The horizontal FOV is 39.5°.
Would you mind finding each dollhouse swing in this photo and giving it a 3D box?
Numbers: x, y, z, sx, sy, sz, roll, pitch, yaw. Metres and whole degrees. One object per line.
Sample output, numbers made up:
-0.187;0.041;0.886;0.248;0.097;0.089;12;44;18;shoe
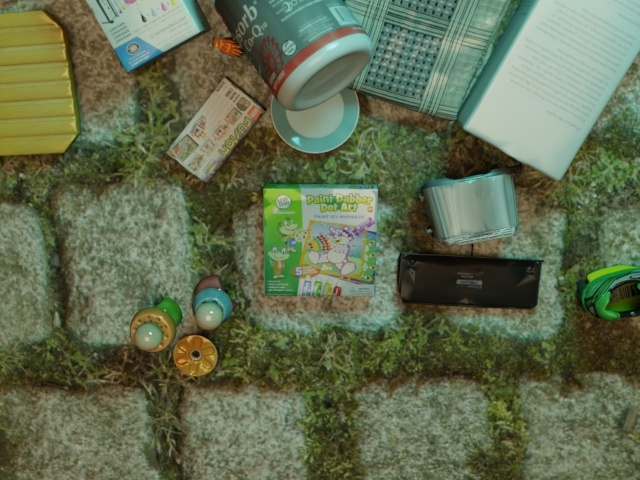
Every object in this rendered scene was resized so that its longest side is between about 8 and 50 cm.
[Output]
-0.702;-0.293;1.764;0.305;0.315;0.346;2;106;21;dollhouse swing

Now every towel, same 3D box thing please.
0.189;-0.417;1.766;0.312;0.056;0.324;18;118;-7;towel

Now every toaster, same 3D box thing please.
0.325;-0.070;1.872;0.227;0.129;0.146;-10;92;-1;toaster

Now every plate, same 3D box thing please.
-0.012;-0.278;1.884;0.188;0.024;0.188;0;106;2;plate

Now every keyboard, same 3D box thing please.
0.331;0.051;1.969;0.317;0.033;0.201;3;107;-1;keyboard

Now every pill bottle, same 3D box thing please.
-0.080;-0.445;1.698;0.210;0.210;0.362;-36;79;10;pill bottle

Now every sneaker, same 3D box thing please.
0.738;0.099;1.917;0.344;0.146;0.134;-23;104;6;sneaker

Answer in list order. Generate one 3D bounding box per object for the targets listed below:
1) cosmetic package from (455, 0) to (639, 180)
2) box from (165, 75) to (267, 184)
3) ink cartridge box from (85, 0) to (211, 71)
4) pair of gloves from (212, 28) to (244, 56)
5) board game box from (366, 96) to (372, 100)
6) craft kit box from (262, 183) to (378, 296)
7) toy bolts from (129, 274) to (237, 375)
0.483;-0.376;1.778;0.230;0.161;0.453;28;104;-7;cosmetic package
-0.222;-0.233;1.893;0.114;0.036;0.207;39;103;-10;box
-0.353;-0.479;1.756;0.171;0.168;0.232;-27;103;9;ink cartridge box
-0.180;-0.427;1.851;0.074;0.010;0.083;20;104;-5;pair of gloves
0.106;-0.383;1.851;0.104;0.026;0.154;-29;103;9;board game box
0.000;0.000;1.948;0.250;0.061;0.246;0;103;1;craft kit box
-0.280;0.204;1.952;0.229;0.158;0.218;-34;102;10;toy bolts
